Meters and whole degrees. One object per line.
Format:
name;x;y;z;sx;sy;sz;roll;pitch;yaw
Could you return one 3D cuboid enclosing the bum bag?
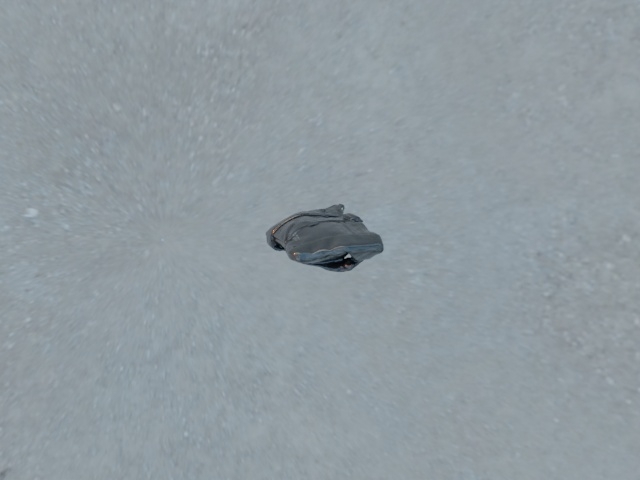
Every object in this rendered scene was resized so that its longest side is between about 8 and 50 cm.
bum bag;0.000;0.000;1.108;0.087;0.198;0.049;-10;102;-11
